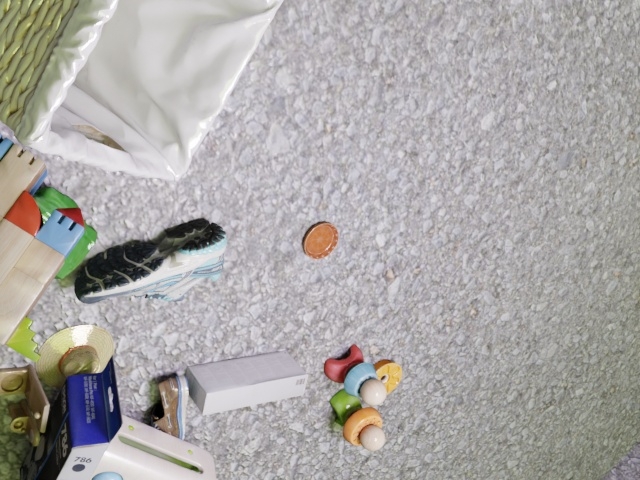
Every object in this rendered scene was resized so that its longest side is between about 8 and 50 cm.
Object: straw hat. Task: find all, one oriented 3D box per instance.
[{"bbox_3d":[-0.434,0.224,1.406,0.144,0.061,0.144,-18,126,-27],"label":"straw hat"}]

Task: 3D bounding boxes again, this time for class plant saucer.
[{"bbox_3d":[0.000,0.000,1.616,0.083,0.013,0.083,-18,125,-28],"label":"plant saucer"}]

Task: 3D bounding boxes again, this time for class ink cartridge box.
[{"bbox_3d":[-0.444,0.365,1.361,0.065,0.165,0.332,17,118,-32],"label":"ink cartridge box"}]

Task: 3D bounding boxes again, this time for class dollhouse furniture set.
[{"bbox_3d":[-0.562,0.311,1.322,0.151,0.123,0.144,1,115,-36],"label":"dollhouse furniture set"}]

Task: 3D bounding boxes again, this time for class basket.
[{"bbox_3d":[-0.274,-0.291,1.002,0.331,0.266,0.328,-57,162,9],"label":"basket"}]

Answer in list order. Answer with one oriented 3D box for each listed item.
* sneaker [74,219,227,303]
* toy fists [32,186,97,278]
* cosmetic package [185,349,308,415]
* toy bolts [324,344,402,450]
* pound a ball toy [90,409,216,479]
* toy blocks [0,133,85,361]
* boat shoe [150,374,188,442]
[{"bbox_3d":[-0.291,0.069,1.386,0.283,0.110,0.122,-20,129,-25],"label":"sneaker"},{"bbox_3d":[-0.494,0.033,1.229,0.279,0.096,0.142,-47,140,-6],"label":"toy fists"},{"bbox_3d":[-0.154,0.295,1.625,0.239,0.099,0.060,-4,121,-34],"label":"cosmetic package"},{"bbox_3d":[0.128,0.360,1.823,0.218,0.158,0.228,-32,130,-17],"label":"toy bolts"},{"bbox_3d":[-0.357,0.491,1.534,0.208,0.135,0.319,-42,125,19],"label":"pound a ball toy"},{"bbox_3d":[-0.489,-0.040,1.087,0.381,0.191,0.261,34,74,-10],"label":"toy blocks"},{"bbox_3d":[-0.310,0.352,1.576,0.066,0.066,0.183,-2,114,-22],"label":"boat shoe"}]
